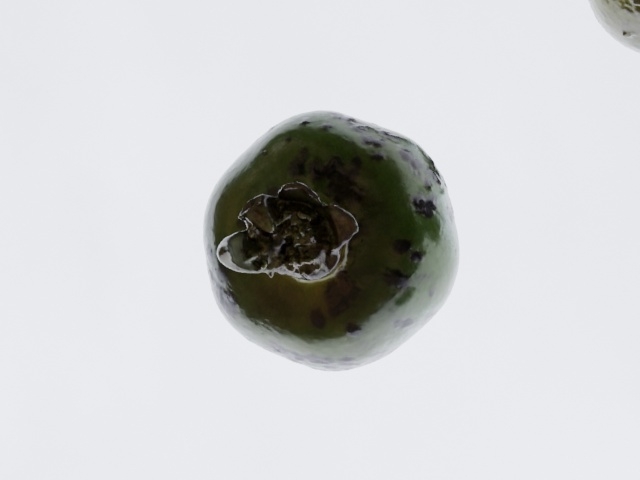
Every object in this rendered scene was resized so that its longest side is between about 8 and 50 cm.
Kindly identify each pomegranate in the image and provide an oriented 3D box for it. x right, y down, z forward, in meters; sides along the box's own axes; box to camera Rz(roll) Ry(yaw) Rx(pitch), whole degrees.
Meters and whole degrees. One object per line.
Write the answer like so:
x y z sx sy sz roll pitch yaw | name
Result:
0.000 0.000 0.609 0.122 0.161 0.122 0 -91 16 | pomegranate

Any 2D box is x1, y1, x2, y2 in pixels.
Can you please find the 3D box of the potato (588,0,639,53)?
0.307 -0.196 0.989 0.228 0.197 0.149 6 -86 11 | potato
